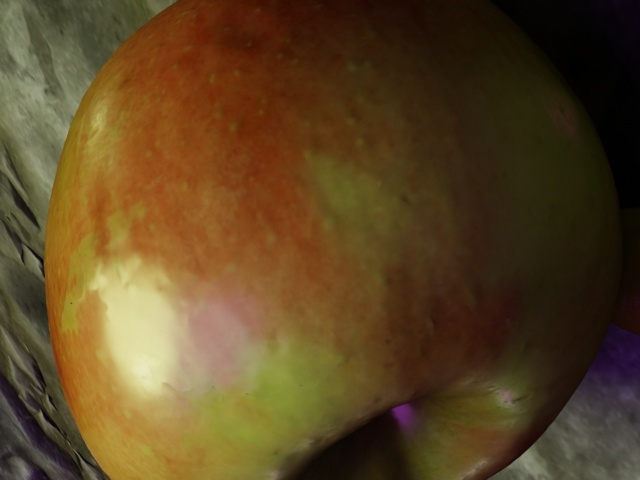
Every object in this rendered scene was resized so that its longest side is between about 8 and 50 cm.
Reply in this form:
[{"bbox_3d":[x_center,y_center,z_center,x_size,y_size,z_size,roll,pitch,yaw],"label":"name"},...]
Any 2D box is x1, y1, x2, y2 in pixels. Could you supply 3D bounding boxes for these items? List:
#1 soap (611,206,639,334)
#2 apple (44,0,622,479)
[{"bbox_3d":[0.218,0.031,0.593,0.140,0.045,0.089,24,138,31],"label":"soap"},{"bbox_3d":[0.000,0.000,0.583,0.319,0.319,0.277,107,145,-47],"label":"apple"}]
